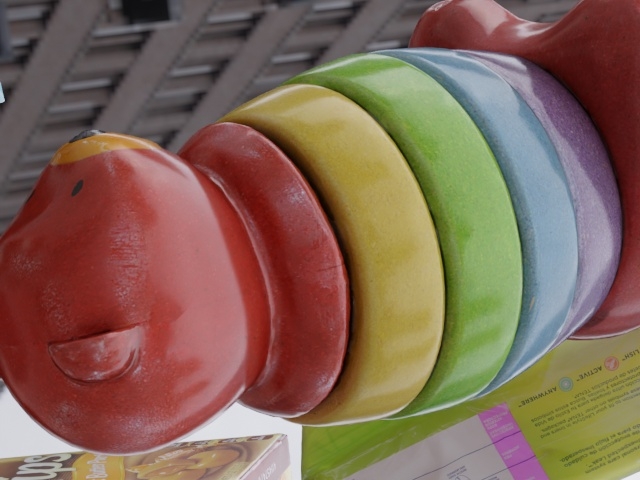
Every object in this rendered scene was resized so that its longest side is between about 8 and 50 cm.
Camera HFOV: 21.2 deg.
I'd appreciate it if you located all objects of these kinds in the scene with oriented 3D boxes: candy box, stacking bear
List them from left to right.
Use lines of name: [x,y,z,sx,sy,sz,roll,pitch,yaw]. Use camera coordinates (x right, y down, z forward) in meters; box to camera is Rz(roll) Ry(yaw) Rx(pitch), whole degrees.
candy box: [-0.194,0.233,1.406,0.183,0.316,0.087,-33,116,-74]
stacking bear: [0.000,0.000,0.692,0.175,0.289,0.164,5,-72,54]

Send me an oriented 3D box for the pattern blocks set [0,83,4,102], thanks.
pattern blocks set: [-0.391,-0.273,1.649,0.026,0.285,0.325,-6,-85,22]

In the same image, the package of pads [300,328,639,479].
package of pads: [0.129,0.071,1.074,0.101,0.296,0.229,58,13,-23]
